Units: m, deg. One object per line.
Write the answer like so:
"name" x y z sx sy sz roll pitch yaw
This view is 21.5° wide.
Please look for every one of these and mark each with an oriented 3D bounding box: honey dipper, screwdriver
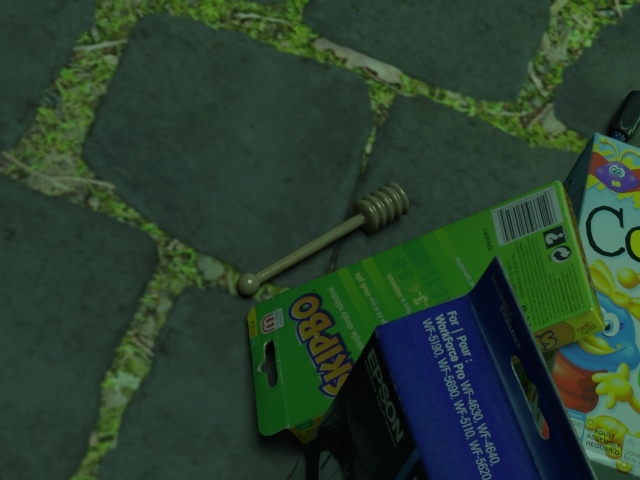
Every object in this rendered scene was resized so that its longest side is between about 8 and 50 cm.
"honey dipper" 0.000 0.000 1.321 0.160 0.030 0.030 -28 69 -26
"screwdriver" 0.242 -0.067 1.430 0.024 0.025 0.170 29 55 4

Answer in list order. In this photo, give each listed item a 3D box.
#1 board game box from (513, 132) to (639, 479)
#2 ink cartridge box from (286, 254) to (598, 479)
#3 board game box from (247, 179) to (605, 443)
"board game box" 0.227 0.084 1.258 0.142 0.144 0.275 18 57 -4
"ink cartridge box" 0.059 0.163 1.049 0.065 0.333 0.165 -8 60 -23
"board game box" 0.069 0.056 1.215 0.259 0.039 0.124 -21 47 14
